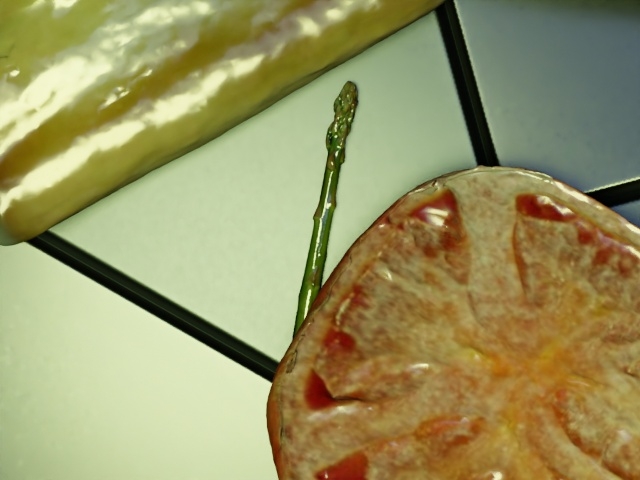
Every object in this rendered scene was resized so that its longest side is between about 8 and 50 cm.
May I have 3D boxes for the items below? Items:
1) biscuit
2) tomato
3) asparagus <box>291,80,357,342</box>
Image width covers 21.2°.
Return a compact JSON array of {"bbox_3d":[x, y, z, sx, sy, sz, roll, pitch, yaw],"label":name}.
[{"bbox_3d":[-0.101,-0.158,0.851,0.291,0.062,0.237,-31,90,3],"label":"biscuit"},{"bbox_3d":[0.086,0.086,0.816,0.237,0.095,0.236,3,64,-6],"label":"tomato"},{"bbox_3d":[0.000,0.000,0.877,0.016,0.013,0.166,11,92,44],"label":"asparagus"}]
